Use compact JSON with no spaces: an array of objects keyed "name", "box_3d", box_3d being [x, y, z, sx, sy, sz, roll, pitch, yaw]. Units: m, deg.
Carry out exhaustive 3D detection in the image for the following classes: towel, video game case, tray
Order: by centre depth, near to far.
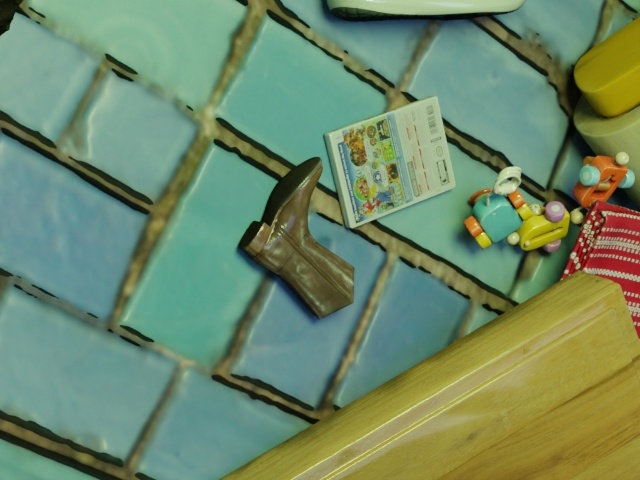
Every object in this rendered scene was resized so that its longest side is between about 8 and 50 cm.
[{"name":"tray","box_3d":[0.114,0.213,1.285,0.411,0.076,0.203,-28,109,-16]},{"name":"video game case","box_3d":[0.063,-0.071,1.306,0.122,0.011,0.087,-22,107,-30]},{"name":"towel","box_3d":[0.289,0.111,1.417,0.199,0.031,0.275,14,101,-31]}]

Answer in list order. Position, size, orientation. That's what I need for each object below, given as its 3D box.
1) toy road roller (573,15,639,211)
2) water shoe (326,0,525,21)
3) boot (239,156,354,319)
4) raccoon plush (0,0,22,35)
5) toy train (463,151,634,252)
[{"name":"toy road roller","box_3d":[0.405,-0.191,1.440,0.329,0.241,0.202,-34,119,15]},{"name":"water shoe","box_3d":[0.098,-0.233,1.277,0.203,0.073,0.080,-6,96,-33]},{"name":"boot","box_3d":[0.000,0.000,1.255,0.114,0.037,0.106,40,86,-26]},{"name":"raccoon plush","box_3d":[-0.280,-0.115,0.903,0.216,0.299,0.446,35,75,-30]},{"name":"toy train","box_3d":[0.203,-0.045,1.357,0.166,0.046,0.125,-1,135,-33]}]
